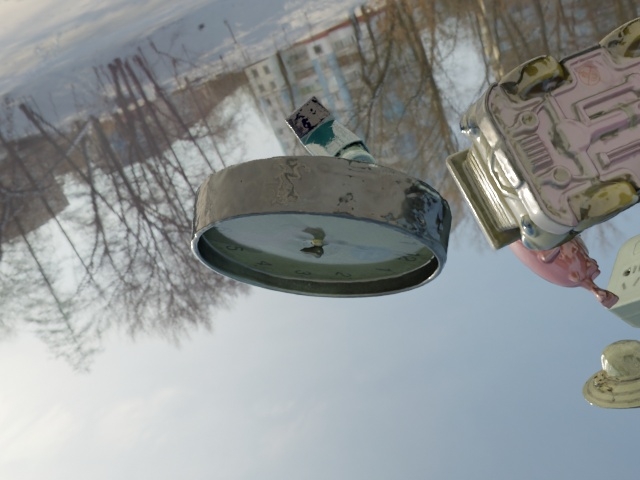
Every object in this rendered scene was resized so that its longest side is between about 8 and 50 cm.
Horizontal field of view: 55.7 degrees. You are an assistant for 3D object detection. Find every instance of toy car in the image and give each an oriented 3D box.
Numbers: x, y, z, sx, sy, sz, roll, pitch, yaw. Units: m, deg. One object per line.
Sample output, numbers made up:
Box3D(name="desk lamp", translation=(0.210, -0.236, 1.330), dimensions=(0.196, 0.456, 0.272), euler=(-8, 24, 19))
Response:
Box3D(name="toy car", translation=(0.376, -0.136, 0.846), dimensions=(0.336, 0.242, 0.226), euler=(-24, 168, -12))

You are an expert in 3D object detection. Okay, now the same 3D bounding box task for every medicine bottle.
Box3D(name="medicine bottle", translation=(0.021, -0.173, 1.088), dimensions=(0.079, 0.124, 0.258), euler=(-38, -149, 3))

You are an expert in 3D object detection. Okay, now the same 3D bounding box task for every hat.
Box3D(name="hat", translation=(0.749, 0.301, 1.478), dimensions=(0.252, 0.110, 0.252), euler=(-23, -175, 2))

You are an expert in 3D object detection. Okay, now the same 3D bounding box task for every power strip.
Box3D(name="power strip", translation=(0.646, 0.023, 1.065), dimensions=(0.261, 0.141, 0.229), euler=(-60, -175, -25))

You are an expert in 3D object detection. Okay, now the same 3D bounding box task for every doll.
Box3D(name="doll", translation=(0.379, 0.012, 1.000), dimensions=(0.211, 0.262, 0.093), euler=(9, 125, -53))

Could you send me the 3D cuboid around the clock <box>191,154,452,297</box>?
Box3D(name="clock", translation=(0.000, 0.000, 0.647), dimensions=(0.280, 0.280, 0.055), euler=(-9, -116, 32))
